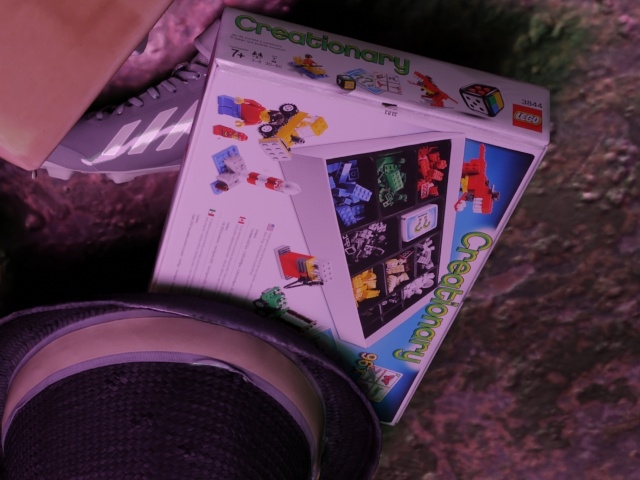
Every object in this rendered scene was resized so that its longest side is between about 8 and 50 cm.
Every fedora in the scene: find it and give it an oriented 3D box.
[{"bbox_3d":[-0.117,0.180,1.056,0.334,0.152,0.334,5,141,4],"label":"fedora"}]

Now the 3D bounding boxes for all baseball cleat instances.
[{"bbox_3d":[-0.092,-0.090,1.004,0.206,0.072,0.109,0,107,2],"label":"baseball cleat"}]

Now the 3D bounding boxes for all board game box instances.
[{"bbox_3d":[0.000,0.000,0.981,0.193,0.053,0.305,14,140,-8],"label":"board game box"}]

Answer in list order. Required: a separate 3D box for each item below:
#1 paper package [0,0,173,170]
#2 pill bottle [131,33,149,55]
[{"bbox_3d":[-0.191,-0.252,0.778,0.325,0.168,0.309,37,93,-21],"label":"paper package"},{"bbox_3d":[-0.193,-0.145,0.958,0.169,0.094,0.094,-1,120,8],"label":"pill bottle"}]
